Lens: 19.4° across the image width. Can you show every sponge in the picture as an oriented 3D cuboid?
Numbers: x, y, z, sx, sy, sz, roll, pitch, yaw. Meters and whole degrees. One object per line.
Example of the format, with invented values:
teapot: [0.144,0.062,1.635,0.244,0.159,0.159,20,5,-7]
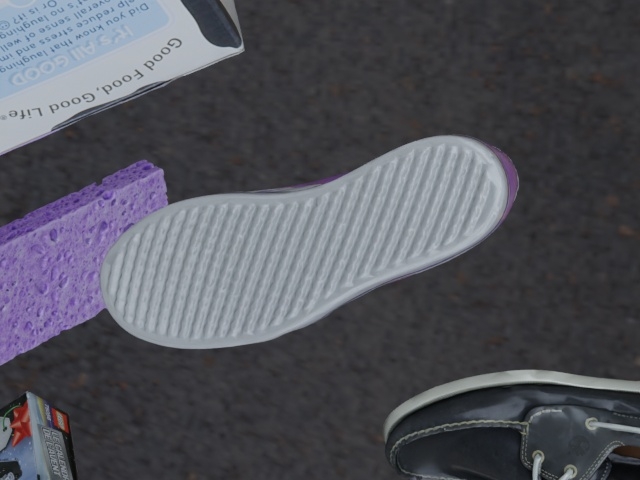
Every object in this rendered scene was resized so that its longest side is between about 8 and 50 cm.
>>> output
sponge: [-0.222,0.021,1.635,0.210,0.031,0.117,-28,131,-29]

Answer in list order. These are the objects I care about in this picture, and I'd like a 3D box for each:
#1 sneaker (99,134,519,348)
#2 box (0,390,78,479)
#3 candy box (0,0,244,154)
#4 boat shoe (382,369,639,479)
sneaker: [0.001,0.001,1.266,0.282,0.161,0.102,-14,93,12]
box: [-0.149,0.131,0.722,0.137,0.094,0.027,-33,137,20]
candy box: [-0.097,-0.142,0.404,0.070,0.165,0.196,-23,138,13]
boat shoe: [0.151,0.131,1.144,0.079,0.233,0.084,-79,166,-45]
